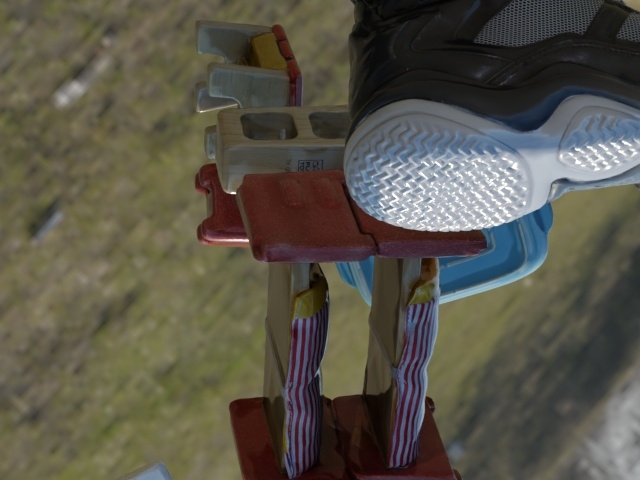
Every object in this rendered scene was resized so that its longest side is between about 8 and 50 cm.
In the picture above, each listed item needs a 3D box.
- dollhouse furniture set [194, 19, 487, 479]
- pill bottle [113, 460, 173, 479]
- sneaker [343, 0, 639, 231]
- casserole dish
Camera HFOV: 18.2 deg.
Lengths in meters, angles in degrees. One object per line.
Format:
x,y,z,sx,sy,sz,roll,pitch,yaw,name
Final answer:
0.000,0.000,1.471,0.374,0.152,0.201,-108,-161,-59,dollhouse furniture set
-0.078,0.254,1.108,0.136,0.246,0.136,-27,179,-1,pill bottle
0.132,-0.093,0.918,0.268,0.153,0.101,-5,152,-14,sneaker
0.098,0.000,1.647,0.188,0.114,0.037,-16,-166,14,casserole dish
